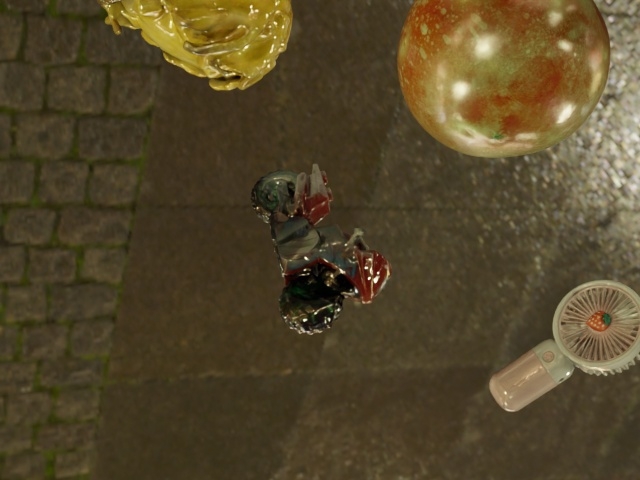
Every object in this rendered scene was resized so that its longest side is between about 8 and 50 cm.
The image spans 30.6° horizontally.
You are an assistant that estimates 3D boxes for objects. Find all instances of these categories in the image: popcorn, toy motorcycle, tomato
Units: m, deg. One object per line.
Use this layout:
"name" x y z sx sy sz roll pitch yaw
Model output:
"popcorn" -0.143 -0.296 1.440 0.250 0.190 0.250 13 162 5
"toy motorcycle" 0.000 -0.001 1.223 0.122 0.213 0.082 -12 142 -7
"tomato" 0.229 -0.219 1.476 0.270 0.222 0.270 9 143 7

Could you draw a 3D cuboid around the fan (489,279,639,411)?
"fan" 0.345 0.155 1.631 0.244 0.130 0.074 -36 145 6
